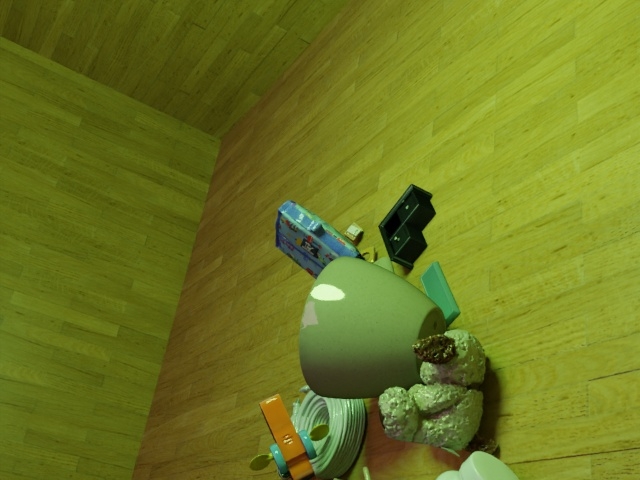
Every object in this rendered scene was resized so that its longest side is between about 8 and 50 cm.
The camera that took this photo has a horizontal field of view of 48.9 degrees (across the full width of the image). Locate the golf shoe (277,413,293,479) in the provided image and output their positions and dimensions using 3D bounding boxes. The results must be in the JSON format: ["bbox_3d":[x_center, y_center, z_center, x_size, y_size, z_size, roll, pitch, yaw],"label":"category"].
[{"bbox_3d":[-0.070,0.558,1.916,0.086,0.068,0.186,106,177,-80],"label":"golf shoe"}]

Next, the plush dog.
[{"bbox_3d":[0.256,0.285,1.375,0.211,0.262,0.225,8,84,31],"label":"plush dog"}]

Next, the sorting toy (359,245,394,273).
[{"bbox_3d":[0.111,0.141,1.888,0.196,0.047,0.347,-33,36,20],"label":"sorting toy"}]

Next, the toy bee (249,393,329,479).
[{"bbox_3d":[-0.069,0.521,1.654,0.162,0.195,0.298,89,176,-58],"label":"toy bee"}]

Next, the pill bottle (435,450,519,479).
[{"bbox_3d":[0.236,0.510,1.246,0.272,0.152,0.152,-58,25,17],"label":"pill bottle"}]

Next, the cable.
[{"bbox_3d":[0.016,0.484,1.803,0.257,0.089,0.257,-33,41,50],"label":"cable"}]

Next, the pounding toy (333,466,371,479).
[{"bbox_3d":[0.103,0.587,1.521,0.206,0.094,0.181,-3,67,63],"label":"pounding toy"}]

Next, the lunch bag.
[{"bbox_3d":[0.000,0.000,1.798,0.138,0.221,0.293,-49,-9,-10],"label":"lunch bag"}]

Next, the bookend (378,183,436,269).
[{"bbox_3d":[0.237,-0.036,1.833,0.156,0.072,0.157,-53,28,27],"label":"bookend"}]

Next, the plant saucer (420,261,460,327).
[{"bbox_3d":[0.279,0.127,1.668,0.067,0.018,0.192,-54,26,26],"label":"plant saucer"}]

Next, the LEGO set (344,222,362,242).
[{"bbox_3d":[0.058,0.090,2.102,0.132,0.107,0.287,-4,53,24],"label":"LEGO set"}]

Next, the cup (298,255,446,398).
[{"bbox_3d":[0.141,0.211,1.573,0.237,0.331,0.331,7,72,31],"label":"cup"}]
